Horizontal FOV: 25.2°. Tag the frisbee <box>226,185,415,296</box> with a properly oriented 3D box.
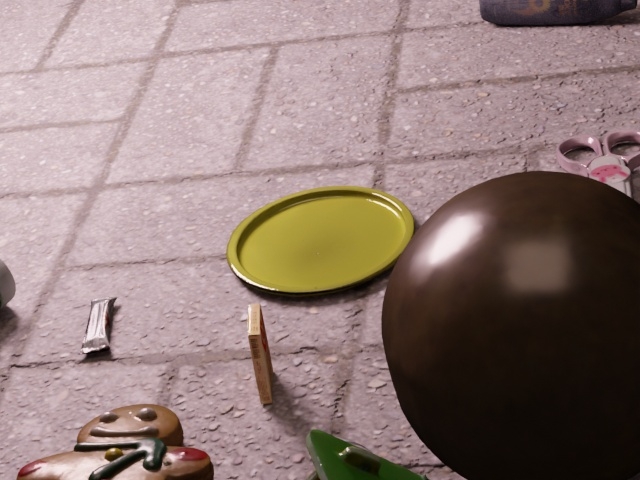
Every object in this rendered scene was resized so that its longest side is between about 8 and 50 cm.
[{"bbox_3d":[0.000,0.000,1.758,0.236,0.017,0.236,-8,33,5],"label":"frisbee"}]

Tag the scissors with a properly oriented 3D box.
[{"bbox_3d":[0.353,-0.072,1.746,0.118,0.031,0.242,-7,31,9],"label":"scissors"}]

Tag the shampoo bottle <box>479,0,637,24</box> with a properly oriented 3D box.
[{"bbox_3d":[0.356,-0.367,2.147,0.233,0.087,0.049,3,28,19],"label":"shampoo bottle"}]

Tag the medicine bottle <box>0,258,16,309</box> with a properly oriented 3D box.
[{"bbox_3d":[-0.452,0.090,1.697,0.086,0.086,0.183,10,38,30],"label":"medicine bottle"}]

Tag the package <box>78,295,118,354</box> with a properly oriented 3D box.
[{"bbox_3d":[-0.261,0.098,1.689,0.037,0.015,0.110,-8,34,4],"label":"package"}]

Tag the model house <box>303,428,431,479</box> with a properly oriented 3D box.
[{"bbox_3d":[-0.034,0.335,0.965,0.324,0.340,0.300,-51,34,17],"label":"model house"}]

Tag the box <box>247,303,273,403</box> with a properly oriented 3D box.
[{"bbox_3d":[-0.064,0.121,1.522,0.015,0.093,0.058,-6,32,4],"label":"box"}]

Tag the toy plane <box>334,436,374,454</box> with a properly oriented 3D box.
[{"bbox_3d":[0.067,0.265,1.232,0.251,0.101,0.255,-19,41,-24],"label":"toy plane"}]

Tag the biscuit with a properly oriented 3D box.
[{"bbox_3d":[-0.203,0.232,1.383,0.196,0.049,0.301,-1,20,5],"label":"biscuit"}]

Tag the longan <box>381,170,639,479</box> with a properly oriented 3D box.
[{"bbox_3d":[0.205,0.083,1.313,0.318,0.319,0.319,-8,33,5],"label":"longan"}]
